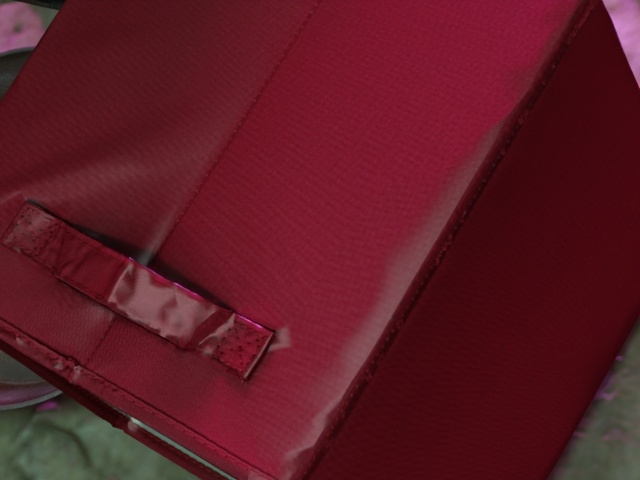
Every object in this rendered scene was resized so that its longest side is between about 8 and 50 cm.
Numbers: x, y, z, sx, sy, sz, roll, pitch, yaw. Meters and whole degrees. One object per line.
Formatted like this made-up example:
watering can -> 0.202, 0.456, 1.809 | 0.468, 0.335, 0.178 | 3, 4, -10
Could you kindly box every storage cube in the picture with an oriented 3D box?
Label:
storage cube -> 0.000, 0.000, 0.713 | 0.183, 0.215, 0.193 | 27, 80, 29

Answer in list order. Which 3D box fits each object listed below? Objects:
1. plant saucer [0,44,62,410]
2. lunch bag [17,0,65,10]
plant saucer -> -0.131, -0.004, 0.872 | 0.168, 0.029, 0.168 | -7, 72, 23
lunch bag -> -0.101, -0.218, 0.781 | 0.287, 0.169, 0.235 | -28, 56, -27
